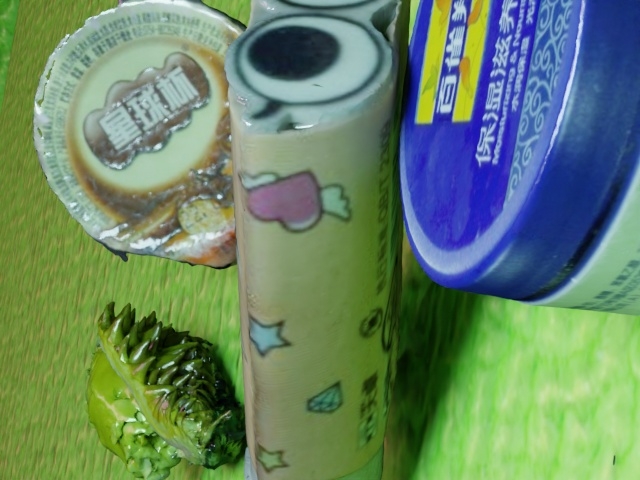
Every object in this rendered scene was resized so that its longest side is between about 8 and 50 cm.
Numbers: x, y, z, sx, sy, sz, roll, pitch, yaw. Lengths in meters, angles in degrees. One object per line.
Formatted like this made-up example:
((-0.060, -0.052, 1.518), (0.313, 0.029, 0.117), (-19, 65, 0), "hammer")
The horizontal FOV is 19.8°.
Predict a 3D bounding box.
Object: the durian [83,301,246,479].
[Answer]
((-0.128, 0.116, 1.430), (0.375, 0.106, 0.132), (-143, 60, -75), "durian")

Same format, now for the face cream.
((0.116, -0.072, 0.772), (0.206, 0.111, 0.206), (-169, 90, -73), "face cream")

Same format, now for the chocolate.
((-0.100, -0.092, 1.416), (0.147, 0.221, 0.221), (-41, -31, -72), "chocolate")

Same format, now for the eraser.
((0.000, 0.000, 0.959), (0.171, 0.087, 0.290), (-77, -10, -46), "eraser")
